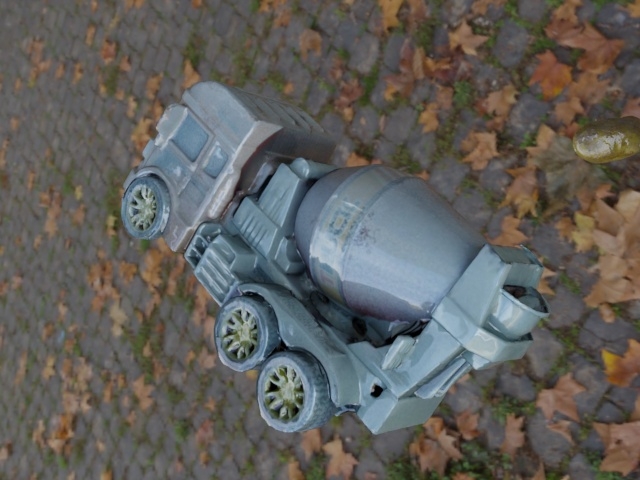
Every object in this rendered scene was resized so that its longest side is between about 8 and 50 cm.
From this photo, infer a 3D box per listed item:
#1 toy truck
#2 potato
[{"bbox_3d":[0.000,0.000,0.438,0.257,0.108,0.140,47,114,32],"label":"toy truck"},{"bbox_3d":[0.304,-0.105,0.783,0.046,0.092,0.045,-158,59,-65],"label":"potato"}]
